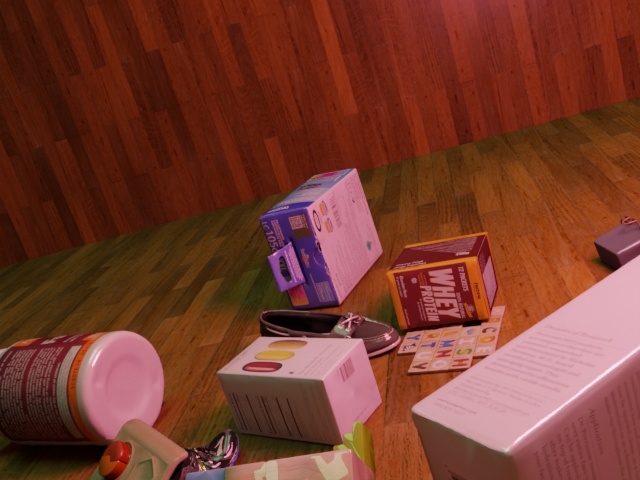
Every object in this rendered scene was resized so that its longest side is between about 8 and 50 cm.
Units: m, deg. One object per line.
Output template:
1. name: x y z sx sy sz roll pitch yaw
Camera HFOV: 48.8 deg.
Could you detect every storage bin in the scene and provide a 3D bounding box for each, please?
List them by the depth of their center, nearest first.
1. storage bin: 0.640 0.010 1.476 0.091 0.098 0.135 -28 17 1

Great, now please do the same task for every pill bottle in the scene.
1. pill bottle: -0.543 0.310 1.470 0.392 0.224 0.224 -8 19 28

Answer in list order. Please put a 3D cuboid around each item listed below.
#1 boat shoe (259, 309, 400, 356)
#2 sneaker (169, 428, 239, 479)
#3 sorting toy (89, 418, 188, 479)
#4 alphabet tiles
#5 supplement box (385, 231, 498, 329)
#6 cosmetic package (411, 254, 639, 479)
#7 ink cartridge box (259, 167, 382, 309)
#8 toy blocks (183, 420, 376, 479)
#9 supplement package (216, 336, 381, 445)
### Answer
1. boat shoe: 0.005 0.194 1.509 0.335 0.095 0.112 -7 20 32
2. sneaker: -0.212 0.374 1.182 0.188 0.078 0.067 -30 21 -37
3. sorting toy: -0.301 0.406 1.086 0.307 0.041 0.229 6 57 54
4. alphabet tiles: 0.255 0.196 1.401 0.198 0.009 0.237 -10 18 24
5. supplement box: 0.266 0.084 1.515 0.192 0.129 0.194 -10 13 22
6. cosmetic package: 0.352 0.211 0.873 0.453 0.230 0.162 -25 17 -26
7. ink cartridge box: 0.000 0.000 1.833 0.151 0.269 0.395 -11 17 27
8. toy blocks: -0.071 0.383 0.713 0.261 0.190 0.381 -13 53 15
9. supplement package: -0.040 0.263 1.265 0.244 0.133 0.139 -5 20 36
